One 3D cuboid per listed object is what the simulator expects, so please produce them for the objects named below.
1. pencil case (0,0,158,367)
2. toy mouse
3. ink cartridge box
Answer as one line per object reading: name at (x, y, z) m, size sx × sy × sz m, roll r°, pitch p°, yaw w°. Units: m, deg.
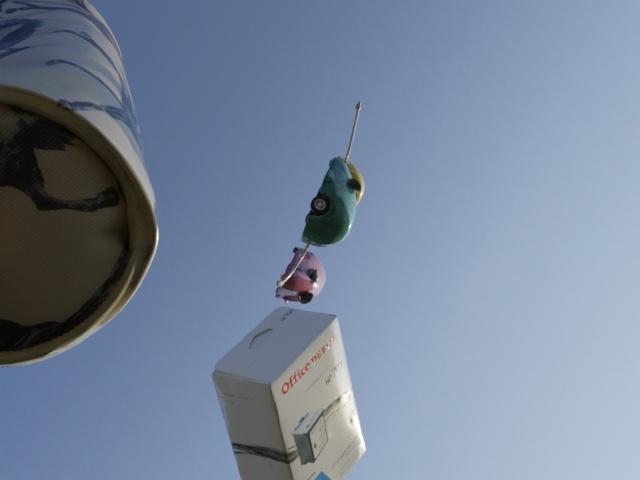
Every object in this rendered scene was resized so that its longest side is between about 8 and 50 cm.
pencil case at (-0.218, -0.074, 0.637) m, size 0.183 × 0.410 × 0.160 m, roll -17°, pitch -63°, yaw -8°
toy mouse at (0.000, 0.000, 0.640) m, size 0.031 × 0.143 × 0.161 m, roll 23°, pitch -62°, yaw 0°
ink cartridge box at (-0.030, 0.190, 1.005) m, size 0.082 × 0.139 × 0.191 m, roll 7°, pitch -58°, yaw 32°
